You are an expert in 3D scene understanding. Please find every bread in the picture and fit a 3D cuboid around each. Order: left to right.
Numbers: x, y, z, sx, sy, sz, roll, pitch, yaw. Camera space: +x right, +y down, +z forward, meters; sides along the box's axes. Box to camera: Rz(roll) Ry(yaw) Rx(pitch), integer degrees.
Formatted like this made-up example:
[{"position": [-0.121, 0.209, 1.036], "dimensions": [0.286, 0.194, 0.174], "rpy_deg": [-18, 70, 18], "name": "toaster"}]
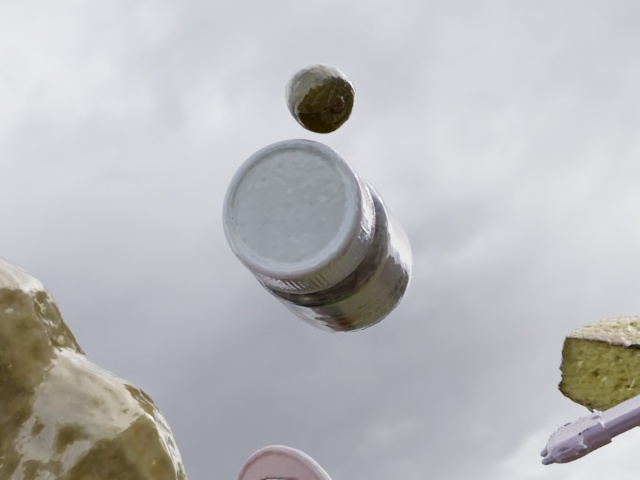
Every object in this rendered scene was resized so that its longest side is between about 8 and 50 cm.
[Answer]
[{"position": [0.529, 0.203, 2.465], "dimensions": [0.261, 0.160, 0.147], "rpy_deg": [4, 30, 26], "name": "bread"}]

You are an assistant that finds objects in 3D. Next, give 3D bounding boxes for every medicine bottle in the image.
[{"position": [0.000, 0.000, 1.649], "dimensions": [0.165, 0.165, 0.273], "rpy_deg": [-26, -19, 7], "name": "medicine bottle"}]

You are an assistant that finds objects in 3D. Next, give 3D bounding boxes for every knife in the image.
[{"position": [0.438, 0.171, 1.760], "dimensions": [0.399, 0.038, 0.132], "rpy_deg": [-26, 1, 8], "name": "knife"}]

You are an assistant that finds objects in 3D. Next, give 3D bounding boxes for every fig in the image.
[{"position": [-0.005, -0.151, 1.579], "dimensions": [0.074, 0.088, 0.074], "rpy_deg": [-12, -65, -29], "name": "fig"}]

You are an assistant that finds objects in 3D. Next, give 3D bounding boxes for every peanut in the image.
[{"position": [-0.238, 0.174, 1.329], "dimensions": [0.192, 0.387, 0.169], "rpy_deg": [-40, -1, 41], "name": "peanut"}]

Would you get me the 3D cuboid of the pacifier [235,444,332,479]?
[{"position": [-0.014, 0.428, 1.992], "dimensions": [0.273, 0.332, 0.220], "rpy_deg": [-10, 1, -5], "name": "pacifier"}]
